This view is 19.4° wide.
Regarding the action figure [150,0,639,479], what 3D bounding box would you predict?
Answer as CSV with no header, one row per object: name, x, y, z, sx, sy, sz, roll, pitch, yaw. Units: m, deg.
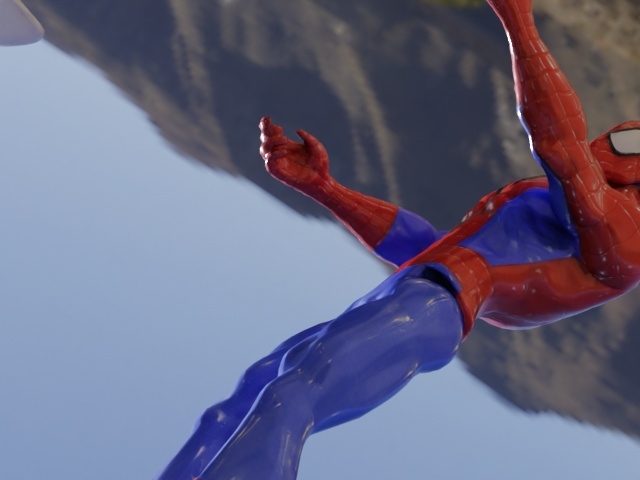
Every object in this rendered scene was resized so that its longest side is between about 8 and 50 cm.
action figure,0.000,0.000,0.574,0.091,0.280,0.139,-26,91,59

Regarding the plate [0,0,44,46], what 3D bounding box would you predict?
plate,-0.242,-0.179,0.609,0.277,0.045,0.278,31,164,46
